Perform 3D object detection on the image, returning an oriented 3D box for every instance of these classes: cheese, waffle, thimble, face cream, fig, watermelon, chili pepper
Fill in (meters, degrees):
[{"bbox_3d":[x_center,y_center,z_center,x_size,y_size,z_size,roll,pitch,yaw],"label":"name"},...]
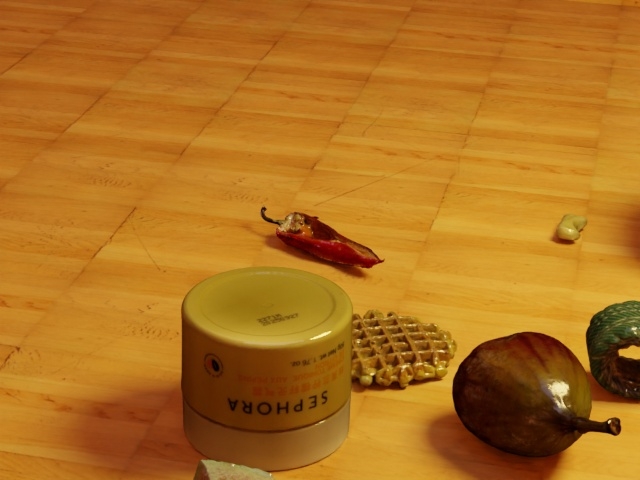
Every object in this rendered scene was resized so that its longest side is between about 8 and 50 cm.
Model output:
[{"bbox_3d":[0.417,-0.021,2.461,0.044,0.030,0.083,3,19,17],"label":"cheese"},{"bbox_3d":[0.095,0.150,2.076,0.191,0.038,0.191,0,25,0],"label":"waffle"},{"bbox_3d":[0.428,0.150,2.004,0.135,0.118,0.090,16,30,-6],"label":"thimble"},{"bbox_3d":[-0.068,0.158,1.884,0.218,0.179,0.218,1,25,-1],"label":"face cream"},{"bbox_3d":[0.280,0.204,1.831,0.170,0.145,0.274,-10,13,-21],"label":"fig"},{"bbox_3d":[-0.115,0.313,1.661,0.121,0.098,0.158,14,32,25],"label":"watermelon"},{"bbox_3d":[0.000,0.000,2.370,0.268,0.050,0.059,22,53,34],"label":"chili pepper"}]
